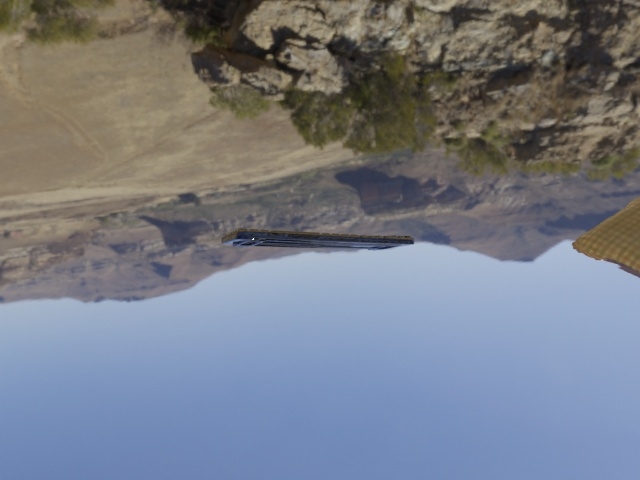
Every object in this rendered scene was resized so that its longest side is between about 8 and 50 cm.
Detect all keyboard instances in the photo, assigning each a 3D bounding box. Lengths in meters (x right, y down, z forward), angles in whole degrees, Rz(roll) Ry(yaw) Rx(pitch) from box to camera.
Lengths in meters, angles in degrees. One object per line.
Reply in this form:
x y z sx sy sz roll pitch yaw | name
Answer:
0.000 0.000 0.633 0.205 0.013 0.061 2 173 -25 | keyboard

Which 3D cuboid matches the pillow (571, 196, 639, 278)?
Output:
0.358 0.011 0.546 0.135 0.034 0.211 -29 -148 -13 | pillow
